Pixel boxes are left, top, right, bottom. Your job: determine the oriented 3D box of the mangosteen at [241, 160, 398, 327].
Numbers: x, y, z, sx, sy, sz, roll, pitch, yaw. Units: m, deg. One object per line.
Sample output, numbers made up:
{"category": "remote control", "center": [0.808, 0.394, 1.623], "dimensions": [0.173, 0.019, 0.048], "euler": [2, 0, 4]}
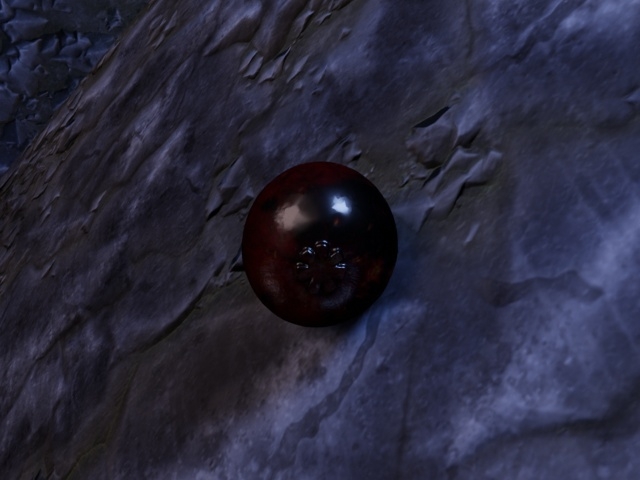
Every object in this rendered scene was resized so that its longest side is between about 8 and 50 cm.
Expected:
{"category": "mangosteen", "center": [0.000, 0.000, 0.883], "dimensions": [0.199, 0.199, 0.200], "euler": [-30, 43, 34]}
